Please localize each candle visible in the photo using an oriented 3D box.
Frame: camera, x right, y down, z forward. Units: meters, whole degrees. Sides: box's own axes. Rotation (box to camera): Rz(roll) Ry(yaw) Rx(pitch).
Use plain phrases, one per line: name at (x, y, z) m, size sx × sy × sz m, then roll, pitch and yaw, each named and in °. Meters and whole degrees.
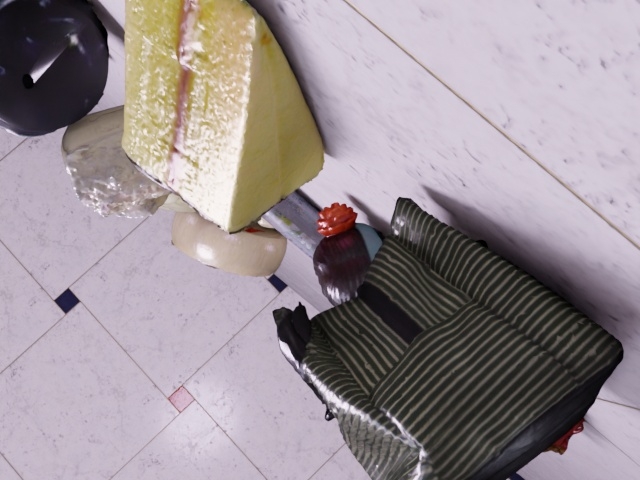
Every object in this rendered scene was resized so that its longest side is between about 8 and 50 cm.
candle at (-0.469, -0.308, 1.020) m, size 0.342 × 0.221 × 0.221 m, roll 38°, pitch 172°, yaw 34°

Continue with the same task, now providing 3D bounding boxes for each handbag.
handbag at (0.118, 0.123, 0.691) m, size 0.240 × 0.247 × 0.340 m, roll 48°, pitch 179°, yaw 25°

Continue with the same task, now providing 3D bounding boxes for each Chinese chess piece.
Chinese chess piece at (-0.195, -0.007, 1.504) m, size 0.250 × 0.103 × 0.250 m, roll 19°, pitch -169°, yaw -4°

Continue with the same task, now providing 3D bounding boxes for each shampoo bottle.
shampoo bottle at (0.000, 0.000, 1.091) m, size 0.214 × 0.072 × 0.072 m, roll 41°, pitch 172°, yaw -11°

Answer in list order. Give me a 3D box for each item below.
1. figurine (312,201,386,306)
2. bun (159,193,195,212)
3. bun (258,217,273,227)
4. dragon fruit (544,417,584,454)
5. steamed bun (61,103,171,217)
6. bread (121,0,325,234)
figurine at (0.059, 0.043, 0.951) m, size 0.138 × 0.110 × 0.245 m, roll 56°, pitch -176°, yaw 20°
bun at (-0.296, -0.143, 1.343) m, size 0.259 × 0.160 × 0.259 m, roll 36°, pitch 170°, yaw 7°
bun at (-0.093, -0.065, 1.158) m, size 0.115 × 0.069 × 0.115 m, roll 39°, pitch 170°, yaw 8°
dragon fruit at (0.270, 0.270, 1.058) m, size 0.205 × 0.152 × 0.317 m, roll 36°, pitch 171°, yaw 13°
steamed bun at (-0.259, -0.122, 1.065) m, size 0.200 × 0.226 × 0.170 m, roll -129°, pitch 22°, yaw -61°
bread at (-0.076, -0.160, 0.670) m, size 0.168 × 0.163 × 0.264 m, roll 38°, pitch 141°, yaw 16°
